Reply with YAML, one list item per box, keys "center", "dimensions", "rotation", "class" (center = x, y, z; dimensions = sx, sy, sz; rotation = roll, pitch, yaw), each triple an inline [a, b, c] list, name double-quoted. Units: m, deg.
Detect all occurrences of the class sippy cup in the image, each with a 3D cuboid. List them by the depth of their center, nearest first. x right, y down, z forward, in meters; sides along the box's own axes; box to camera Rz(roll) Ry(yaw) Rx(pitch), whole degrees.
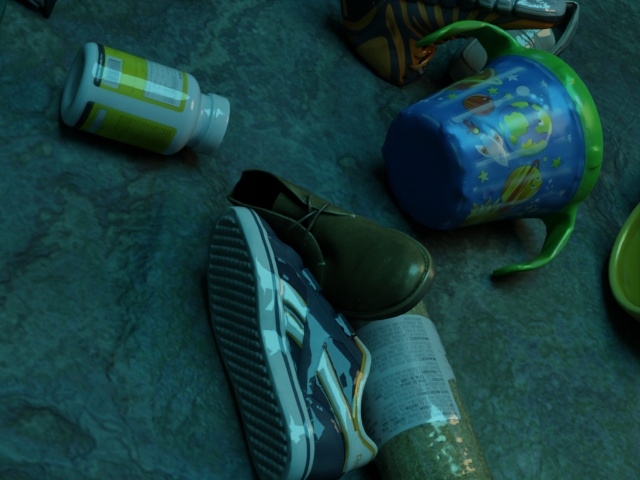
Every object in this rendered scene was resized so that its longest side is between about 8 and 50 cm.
- center: [0.214, -0.119, 1.782]
  dimensions: [0.224, 0.240, 0.305]
  rotation: [-20, 56, -33]
  class: "sippy cup"

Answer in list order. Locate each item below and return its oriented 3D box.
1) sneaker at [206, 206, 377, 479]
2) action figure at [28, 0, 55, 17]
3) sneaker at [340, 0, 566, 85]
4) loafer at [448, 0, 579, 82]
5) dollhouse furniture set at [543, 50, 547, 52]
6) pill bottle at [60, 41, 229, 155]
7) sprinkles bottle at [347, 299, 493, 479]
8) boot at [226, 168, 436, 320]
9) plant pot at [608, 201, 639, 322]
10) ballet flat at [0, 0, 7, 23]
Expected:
- center: [-0.032, 0.112, 1.452]
  dimensions: [0.128, 0.126, 0.321]
  rotation: [0, 62, -31]
  class: "sneaker"
- center: [-0.443, -0.388, 1.650]
  dimensions: [0.285, 0.099, 0.185]
  rotation: [21, 51, -13]
  class: "action figure"
- center: [0.186, -0.311, 1.940]
  dimensions: [0.321, 0.180, 0.124]
  rotation: [13, 38, 12]
  class: "sneaker"
- center: [0.305, -0.307, 2.092]
  dimensions: [0.112, 0.111, 0.319]
  rotation: [44, 41, 8]
  class: "loafer"
- center: [0.323, -0.157, 1.951]
  dimensions: [0.183, 0.129, 0.129]
  rotation: [48, 41, 14]
  class: "dollhouse furniture set"
- center: [-0.206, -0.161, 1.595]
  dimensions: [0.184, 0.103, 0.103]
  rotation: [16, 45, -23]
  class: "pill bottle"
- center: [0.100, 0.185, 1.475]
  dimensions: [0.121, 0.121, 0.355]
  rotation: [5, 50, -32]
  class: "sprinkles bottle"
- center: [0.000, 0.000, 1.478]
  dimensions: [0.305, 0.112, 0.115]
  rotation: [24, -16, 49]
  class: "boot"
- center: [0.570, 0.054, 1.863]
  dimensions: [0.239, 0.254, 0.254]
  rotation: [36, 37, -27]
  class: "plant pot"
- center: [-0.426, -0.204, 1.486]
  dimensions: [0.124, 0.116, 0.342]
  rotation: [4, 49, -7]
  class: "ballet flat"
